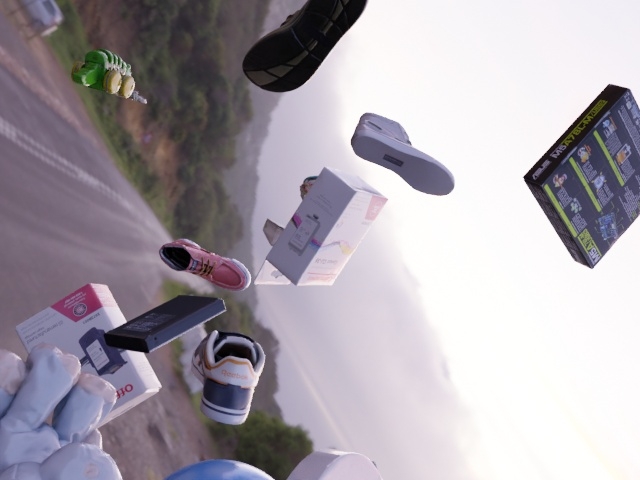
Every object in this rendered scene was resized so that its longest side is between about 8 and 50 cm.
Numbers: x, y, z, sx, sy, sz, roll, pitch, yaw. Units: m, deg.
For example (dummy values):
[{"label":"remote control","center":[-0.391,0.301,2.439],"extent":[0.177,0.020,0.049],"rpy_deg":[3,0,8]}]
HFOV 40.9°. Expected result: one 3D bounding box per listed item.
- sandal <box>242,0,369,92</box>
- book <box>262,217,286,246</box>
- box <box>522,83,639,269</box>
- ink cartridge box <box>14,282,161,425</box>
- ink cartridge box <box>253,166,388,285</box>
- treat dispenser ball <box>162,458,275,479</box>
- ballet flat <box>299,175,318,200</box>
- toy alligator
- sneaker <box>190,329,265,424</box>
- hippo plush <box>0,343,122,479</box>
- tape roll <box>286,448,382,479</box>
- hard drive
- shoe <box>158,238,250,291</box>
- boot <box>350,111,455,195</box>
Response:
[{"label":"sandal","center":[-0.021,-0.393,1.634],"extent":[0.120,0.302,0.086],"rpy_deg":[44,26,-19]},{"label":"book","center":[-0.043,0.000,1.444],"extent":[0.096,0.035,0.144],"rpy_deg":[21,4,-13]},{"label":"box","center":[0.385,-0.085,1.182],"extent":[0.191,0.184,0.045],"rpy_deg":[47,-6,-36]},{"label":"ink cartridge box","center":[-0.442,0.227,1.643],"extent":[0.237,0.172,0.100],"rpy_deg":[60,2,8]},{"label":"ink cartridge box","center":[0.000,0.000,1.222],"extent":[0.067,0.198,0.115],"rpy_deg":[40,15,24]},{"label":"treat dispenser ball","center":[-0.165,0.497,1.369],"extent":[0.288,0.288,0.288],"rpy_deg":[59,-5,8]},{"label":"ballet flat","center":[0.006,-0.070,1.662],"extent":[0.241,0.091,0.077],"rpy_deg":[56,31,-83]},{"label":"toy alligator","center":[-0.268,-0.216,1.118],"extent":[0.056,0.051,0.189],"rpy_deg":[17,5,11]},{"label":"sneaker","center":[-0.172,0.228,1.632],"extent":[0.321,0.126,0.128],"rpy_deg":[-135,-121,-73]},{"label":"hippo plush","center":[-0.388,0.282,1.121],"extent":[0.236,0.294,0.234],"rpy_deg":[31,-50,57]},{"label":"tape roll","center":[0.017,0.604,1.677],"extent":[0.072,0.392,0.392],"rpy_deg":[0,-45,31]},{"label":"hard drive","center":[-0.205,0.108,1.138],"extent":[0.094,0.135,0.022],"rpy_deg":[0,-70,43]},{"label":"shoe","center":[-0.226,0.052,1.664],"extent":[0.178,0.064,0.081],"rpy_deg":[27,13,13]},{"label":"boot","center":[0.194,-0.204,1.929],"extent":[0.258,0.095,0.123],"rpy_deg":[28,43,-10]}]
